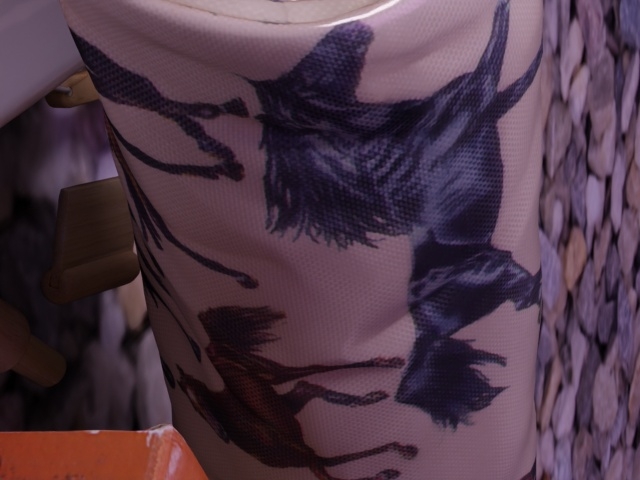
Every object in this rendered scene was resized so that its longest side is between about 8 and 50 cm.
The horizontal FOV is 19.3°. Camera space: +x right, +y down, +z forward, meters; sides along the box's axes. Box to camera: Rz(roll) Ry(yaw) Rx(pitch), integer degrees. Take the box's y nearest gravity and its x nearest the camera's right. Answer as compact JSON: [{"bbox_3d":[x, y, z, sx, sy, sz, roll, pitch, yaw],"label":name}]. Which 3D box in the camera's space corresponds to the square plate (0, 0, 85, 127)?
[{"bbox_3d":[-0.177,-0.142,0.516,0.347,0.049,0.344,-43,141,-40],"label":"square plate"}]

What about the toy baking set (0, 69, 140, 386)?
[{"bbox_3d":[-0.135,-0.055,0.730,0.256,0.030,0.196,35,62,-61],"label":"toy baking set"}]

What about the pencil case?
[{"bbox_3d":[0.000,0.000,0.718,0.160,0.183,0.410,-26,139,-16],"label":"pencil case"}]

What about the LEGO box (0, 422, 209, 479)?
[{"bbox_3d":[-0.114,0.356,0.497,0.372,0.193,0.500,66,27,-48],"label":"LEGO box"}]
